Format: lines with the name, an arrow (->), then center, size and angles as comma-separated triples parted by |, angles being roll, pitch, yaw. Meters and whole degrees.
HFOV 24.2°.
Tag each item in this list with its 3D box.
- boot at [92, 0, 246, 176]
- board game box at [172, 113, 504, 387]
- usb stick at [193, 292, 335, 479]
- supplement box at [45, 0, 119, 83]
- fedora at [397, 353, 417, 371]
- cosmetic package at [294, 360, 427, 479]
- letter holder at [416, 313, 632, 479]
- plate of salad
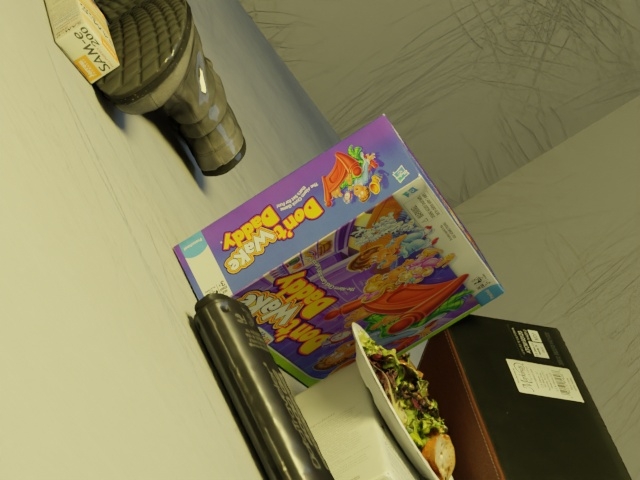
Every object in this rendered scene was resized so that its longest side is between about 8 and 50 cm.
boot -> -0.145, -0.159, 1.607 | 0.223, 0.118, 0.338 | 61, 9, -26
board game box -> 0.032, 0.031, 1.501 | 0.078, 0.233, 0.347 | 62, 8, 26
usb stick -> -0.033, 0.166, 1.245 | 0.278, 0.045, 0.077 | 62, 15, 26
supplement box -> -0.235, -0.208, 1.465 | 0.062, 0.036, 0.098 | 52, 10, -41
fedora -> 0.065, 0.154, 1.839 | 0.194, 0.079, 0.194 | 53, 4, -5
cosmetic package -> 0.045, 0.219, 1.402 | 0.117, 0.085, 0.231 | 56, 8, -22
letter holder -> 0.196, 0.255, 1.612 | 0.152, 0.214, 0.302 | 10, 30, -16
plate of salad -> 0.090, 0.160, 1.443 | 0.200, 0.048, 0.200 | 57, 6, -9
